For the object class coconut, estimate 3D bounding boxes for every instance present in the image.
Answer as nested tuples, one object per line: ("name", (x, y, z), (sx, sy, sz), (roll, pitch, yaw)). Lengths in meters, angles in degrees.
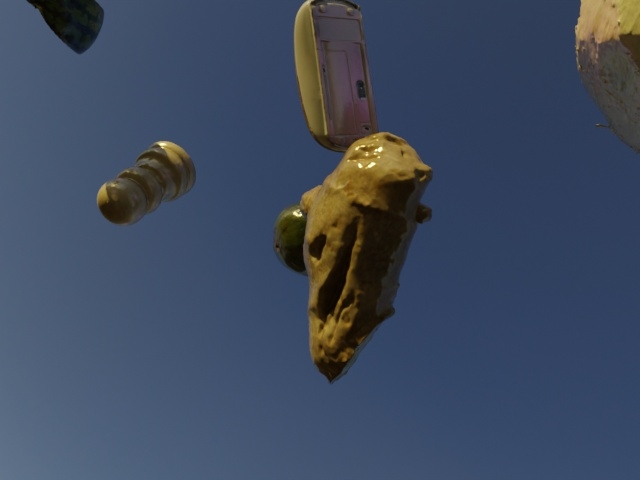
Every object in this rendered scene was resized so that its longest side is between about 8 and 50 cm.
("coconut", (0.442, -0.253, 0.620), (0.297, 0.297, 0.254), (8, -25, 31))

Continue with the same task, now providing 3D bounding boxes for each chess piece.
("chess piece", (-0.270, -0.080, 0.829), (0.094, 0.170, 0.094), (9, -60, 16))

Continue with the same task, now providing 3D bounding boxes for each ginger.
("ginger", (0.049, 0.029, 0.752), (0.190, 0.126, 0.353), (9, -84, 22))

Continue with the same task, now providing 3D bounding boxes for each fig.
("fig", (0.000, 0.000, 1.374), (0.195, 0.245, 0.195), (-8, -99, 58))

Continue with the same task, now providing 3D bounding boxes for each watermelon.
("watermelon", (-0.364, -0.311, 0.799), (0.087, 0.163, 0.068), (0, -92, 3))

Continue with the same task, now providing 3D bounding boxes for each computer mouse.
("computer mouse", (0.027, -0.255, 0.858), (0.056, 0.126, 0.245), (-14, -95, 64))
